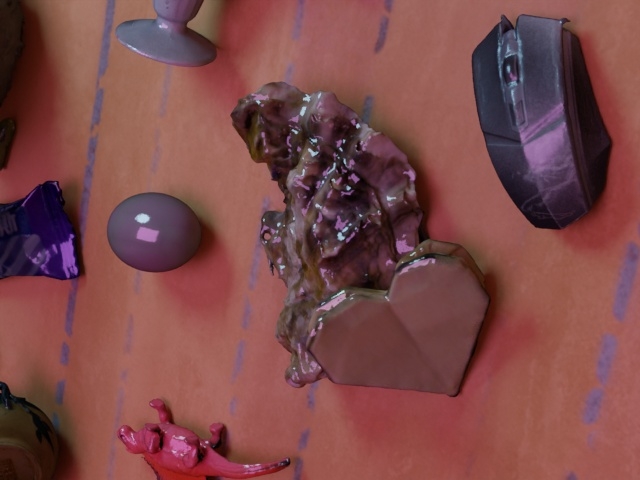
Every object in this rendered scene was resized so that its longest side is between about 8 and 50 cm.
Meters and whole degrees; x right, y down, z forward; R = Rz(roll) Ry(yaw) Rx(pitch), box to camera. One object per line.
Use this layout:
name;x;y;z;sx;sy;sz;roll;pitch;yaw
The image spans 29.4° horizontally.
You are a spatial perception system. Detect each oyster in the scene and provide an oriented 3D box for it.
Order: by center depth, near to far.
oyster;-0.001;0.000;1.396;0.238;0.115;0.351;14;105;35

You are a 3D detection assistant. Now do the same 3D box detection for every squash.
squash;-0.467;-0.142;1.785;0.027;0.027;0.083;38;118;27

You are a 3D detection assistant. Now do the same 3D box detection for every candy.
candy;-0.455;-0.006;1.774;0.275;0.070;0.145;-5;102;36

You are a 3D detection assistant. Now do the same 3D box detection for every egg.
egg;-0.212;-0.010;1.562;0.135;0.103;0.103;6;100;35

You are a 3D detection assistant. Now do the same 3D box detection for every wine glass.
wine glass;-0.166;-0.322;1.451;0.165;0.165;0.196;36;121;28

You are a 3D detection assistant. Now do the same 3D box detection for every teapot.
teapot;-0.471;0.303;1.790;0.182;0.173;0.269;-119;16;-57

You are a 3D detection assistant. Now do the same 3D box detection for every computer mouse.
computer mouse;0.216;-0.123;1.240;0.126;0.071;0.231;-14;87;38

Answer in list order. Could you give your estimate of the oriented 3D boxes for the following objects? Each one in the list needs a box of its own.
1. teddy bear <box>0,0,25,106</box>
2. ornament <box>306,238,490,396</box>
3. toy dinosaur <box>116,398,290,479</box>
teddy bear;-0.549;-0.244;1.627;0.224;0.367;0.357;18;111;9
ornament;0.101;0.107;1.337;0.201;0.059;0.180;-30;114;12
toy dinosaur;-0.158;0.308;1.604;0.286;0.070;0.139;14;115;32
